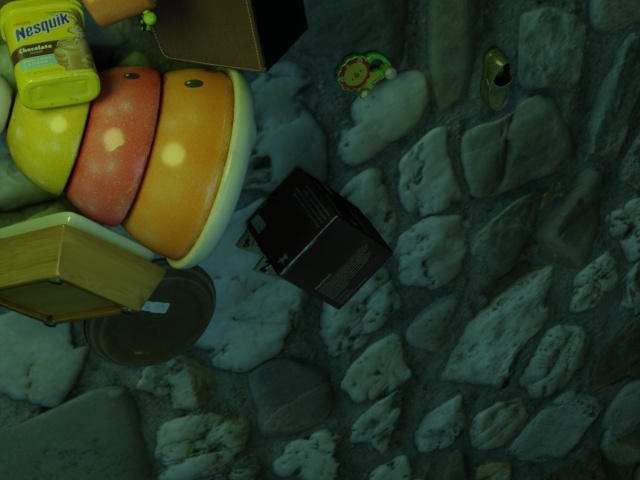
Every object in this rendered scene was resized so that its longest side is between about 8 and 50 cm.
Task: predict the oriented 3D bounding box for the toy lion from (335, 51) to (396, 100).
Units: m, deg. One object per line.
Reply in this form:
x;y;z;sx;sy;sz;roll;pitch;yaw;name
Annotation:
0.080;-0.318;1.987;0.100;0.034;0.096;-41;129;4;toy lion

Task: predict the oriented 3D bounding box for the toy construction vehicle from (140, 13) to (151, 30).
-0.252;-0.392;1.709;0.086;0.035;0.098;-8;132;-18;toy construction vehicle

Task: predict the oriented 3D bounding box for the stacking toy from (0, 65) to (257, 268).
-0.371;-0.167;1.673;0.480;0.350;0.350;14;119;-23;stacking toy

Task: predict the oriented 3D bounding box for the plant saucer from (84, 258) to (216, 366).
-0.336;0.156;2.123;0.278;0.041;0.278;-17;133;-19;plant saucer

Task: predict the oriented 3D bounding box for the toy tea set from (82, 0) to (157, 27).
-0.330;-0.456;1.483;0.124;0.200;0.336;-28;132;4;toy tea set

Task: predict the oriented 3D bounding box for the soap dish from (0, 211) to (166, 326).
-0.448;0.057;1.804;0.291;0.118;0.229;-10;153;37;soap dish

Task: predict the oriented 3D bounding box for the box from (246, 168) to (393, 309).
0.000;0.000;2.094;0.167;0.168;0.203;-46;137;11;box

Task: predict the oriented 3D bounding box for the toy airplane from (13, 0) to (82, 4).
-0.421;-0.382;1.605;0.151;0.028;0.151;-16;145;-11;toy airplane

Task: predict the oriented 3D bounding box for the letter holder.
-0.167;-0.435;1.628;0.152;0.214;0.302;-54;144;-42;letter holder

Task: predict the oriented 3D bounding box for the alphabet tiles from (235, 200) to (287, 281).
-0.055;-0.003;2.187;0.237;0.009;0.198;20;114;-42;alphabet tiles

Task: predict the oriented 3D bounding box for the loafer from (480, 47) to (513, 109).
0.361;-0.321;2.146;0.056;0.050;0.148;-26;136;-11;loafer

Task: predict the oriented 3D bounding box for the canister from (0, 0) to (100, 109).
-0.404;-0.281;1.575;0.126;0.170;0.073;-12;145;-16;canister
